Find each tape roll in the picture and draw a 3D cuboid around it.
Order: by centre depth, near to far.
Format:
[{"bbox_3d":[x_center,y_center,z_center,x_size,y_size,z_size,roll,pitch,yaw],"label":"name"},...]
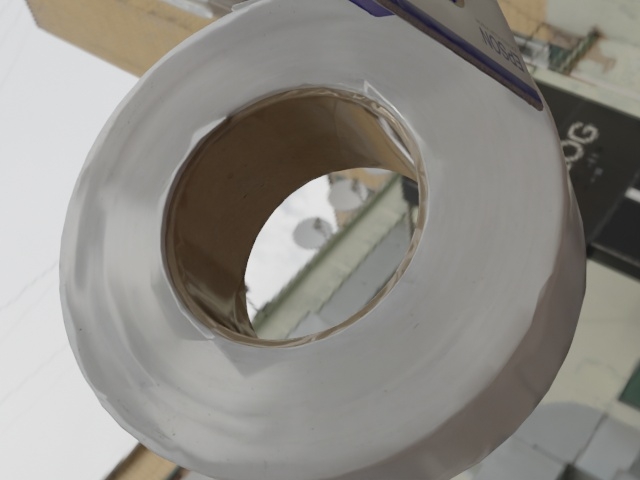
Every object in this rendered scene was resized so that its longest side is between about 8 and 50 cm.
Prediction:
[{"bbox_3d":[0.000,0.000,0.529,0.286,0.286,0.100,-58,-30,-7],"label":"tape roll"}]

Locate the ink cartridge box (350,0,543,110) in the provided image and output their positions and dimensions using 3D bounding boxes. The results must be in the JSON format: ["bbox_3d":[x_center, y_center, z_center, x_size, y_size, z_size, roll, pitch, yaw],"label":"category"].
[{"bbox_3d":[-0.032,-0.216,0.389,0.069,0.371,0.176,-33,-26,27],"label":"ink cartridge box"}]
